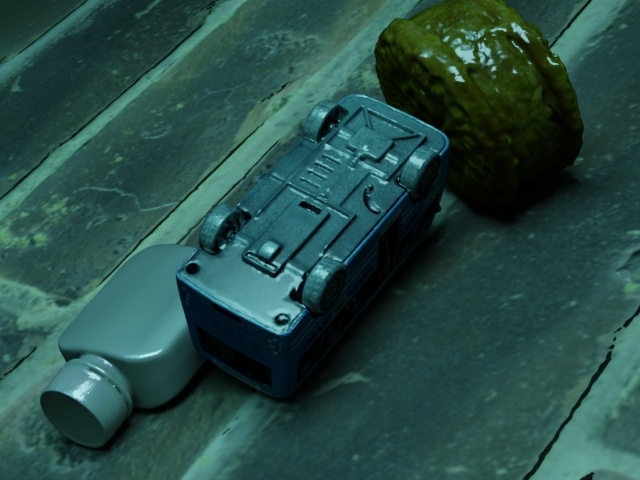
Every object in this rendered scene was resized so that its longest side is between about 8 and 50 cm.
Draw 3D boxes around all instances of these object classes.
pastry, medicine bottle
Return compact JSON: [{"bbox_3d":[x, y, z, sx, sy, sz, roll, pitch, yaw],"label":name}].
[{"bbox_3d":[0.133,-0.120,1.150,0.103,0.189,0.189,-33,35,-12],"label":"pastry"},{"bbox_3d":[-0.152,0.084,1.116,0.119,0.069,0.183,6,41,33],"label":"medicine bottle"}]

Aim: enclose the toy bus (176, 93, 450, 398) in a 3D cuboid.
[{"bbox_3d":[0.000,0.000,1.085,0.113,0.134,0.246,27,55,22],"label":"toy bus"}]
